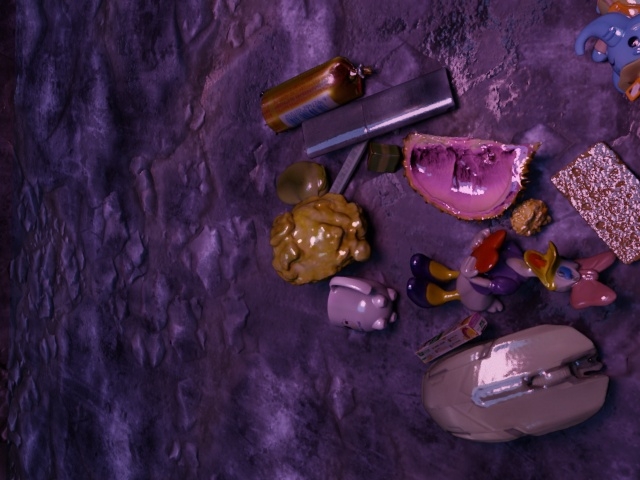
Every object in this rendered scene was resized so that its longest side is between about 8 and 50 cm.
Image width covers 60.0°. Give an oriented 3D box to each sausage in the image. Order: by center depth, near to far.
[{"bbox_3d":[-0.008,-0.387,1.426,0.317,0.117,0.125,-17,100,33],"label":"sausage"}]

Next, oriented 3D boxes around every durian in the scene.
[{"bbox_3d":[0.322,-0.143,1.230,0.341,0.112,0.191,14,112,42],"label":"durian"}]

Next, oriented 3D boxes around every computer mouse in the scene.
[{"bbox_3d":[0.391,0.324,1.205,0.429,0.145,0.228,-27,77,34],"label":"computer mouse"}]

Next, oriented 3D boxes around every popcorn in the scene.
[{"bbox_3d":[0.443,-0.046,1.172,0.082,0.083,0.057,-40,35,-2],"label":"popcorn"},{"bbox_3d":[0.000,0.000,1.396,0.250,0.242,0.235,-12,123,1],"label":"popcorn"}]

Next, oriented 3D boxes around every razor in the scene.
[{"bbox_3d":[0.085,-0.202,1.415,0.111,0.056,0.278,43,117,22],"label":"razor"}]

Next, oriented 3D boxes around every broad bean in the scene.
[{"bbox_3d":[-0.050,-0.154,1.489,0.174,0.082,0.125,13,85,41],"label":"broad bean"}]

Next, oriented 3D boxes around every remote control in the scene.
[{"bbox_3d":[0.130,-0.300,1.332,0.377,0.044,0.107,-16,68,23],"label":"remote control"}]

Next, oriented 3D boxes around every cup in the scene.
[{"bbox_3d":[0.108,0.144,1.379,0.142,0.134,0.174,7,120,33],"label":"cup"}]

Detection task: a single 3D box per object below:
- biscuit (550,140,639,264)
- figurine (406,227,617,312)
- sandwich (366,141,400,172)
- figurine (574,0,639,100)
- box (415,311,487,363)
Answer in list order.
[{"bbox_3d":[0.579,-0.075,1.094,0.131,0.025,0.231,-41,70,23],"label":"biscuit"},{"bbox_3d":[0.385,0.081,1.174,0.420,0.154,0.193,-17,122,39],"label":"figurine"},{"bbox_3d":[0.150,-0.183,1.319,0.074,0.116,0.074,7,113,1],"label":"sandwich"},{"bbox_3d":[0.579,-0.376,1.015,0.180,0.153,0.262,-46,52,39],"label":"figurine"},{"bbox_3d":[0.297,0.227,1.271,0.041,0.050,0.207,46,140,3],"label":"box"}]
